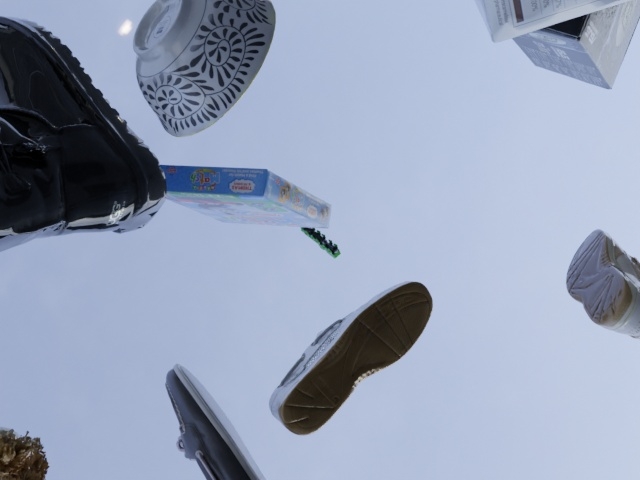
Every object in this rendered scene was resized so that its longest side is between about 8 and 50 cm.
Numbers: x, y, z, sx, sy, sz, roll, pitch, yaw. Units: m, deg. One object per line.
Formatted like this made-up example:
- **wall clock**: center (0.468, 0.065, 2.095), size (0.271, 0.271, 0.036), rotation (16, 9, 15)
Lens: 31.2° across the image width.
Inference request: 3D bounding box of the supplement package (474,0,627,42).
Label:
- **supplement package**: center (0.113, -0.276, 0.614), size (0.262, 0.145, 0.204), rotation (-102, -7, -47)

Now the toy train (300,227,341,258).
- **toy train**: center (0.000, 0.000, 1.663), size (0.017, 0.023, 0.083), rotation (-40, -133, -13)

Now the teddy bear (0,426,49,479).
- **teddy bear**: center (-0.307, 0.336, 1.161), size (0.113, 0.245, 0.338), rotation (-85, -12, -68)

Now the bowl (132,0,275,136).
- **bowl**: center (-0.131, -0.194, 1.127), size (0.080, 0.170, 0.170), rotation (33, -133, -37)

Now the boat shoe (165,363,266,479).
- **boat shoe**: center (-0.131, 0.321, 1.549), size (0.095, 0.112, 0.335), rotation (-37, -104, -1)

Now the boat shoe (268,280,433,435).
- **boat shoe**: center (0.034, 0.149, 1.589), size (0.277, 0.096, 0.098), rotation (-39, -66, -15)

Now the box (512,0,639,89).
- **box**: center (0.219, -0.221, 0.944), size (0.077, 0.147, 0.180), rotation (22, -178, 23)

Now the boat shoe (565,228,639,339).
- **boat shoe**: center (0.260, 0.043, 1.005), size (0.059, 0.063, 0.170), rotation (30, -160, -8)

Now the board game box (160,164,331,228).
- **board game box**: center (-0.098, -0.054, 1.447), size (0.211, 0.160, 0.039), rotation (22, -107, -66)

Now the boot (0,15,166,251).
- **boot**: center (-0.431, -0.111, 1.185), size (0.367, 0.146, 0.445), rotation (39, -148, 26)
